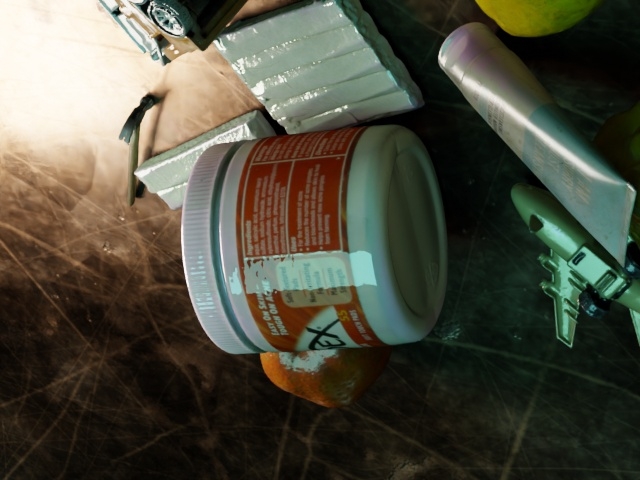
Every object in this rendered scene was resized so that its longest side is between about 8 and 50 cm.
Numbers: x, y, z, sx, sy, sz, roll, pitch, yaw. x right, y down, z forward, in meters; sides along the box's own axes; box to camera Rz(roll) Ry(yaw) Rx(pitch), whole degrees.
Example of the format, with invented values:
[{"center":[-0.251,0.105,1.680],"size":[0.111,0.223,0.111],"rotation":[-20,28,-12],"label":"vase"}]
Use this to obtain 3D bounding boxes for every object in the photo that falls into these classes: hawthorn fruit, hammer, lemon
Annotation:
[{"center":[0.004,0.121,2.266],"size":[0.189,0.189,0.189],"rotation":[17,134,18],"label":"hawthorn fruit"},{"center":[-0.237,-0.102,2.300],"size":[0.017,0.062,0.182],"rotation":[25,143,11],"label":"hammer"},{"center":[0.222,-0.298,1.767],"size":[0.170,0.170,0.207],"rotation":[31,131,4],"label":"lemon"}]

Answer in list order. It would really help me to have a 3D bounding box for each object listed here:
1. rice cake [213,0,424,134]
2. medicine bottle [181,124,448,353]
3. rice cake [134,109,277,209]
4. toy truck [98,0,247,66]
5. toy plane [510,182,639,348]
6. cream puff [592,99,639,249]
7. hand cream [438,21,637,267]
[{"center":[-0.002,-0.196,2.081],"size":[0.198,0.037,0.189],"rotation":[-23,113,42],"label":"rice cake"},{"center":[0.000,0.000,2.076],"size":[0.241,0.252,0.252],"rotation":[-4,126,22],"label":"medicine bottle"},{"center":[-0.132,-0.094,2.247],"size":[0.222,0.042,0.080],"rotation":[-20,120,40],"label":"rice cake"},{"center":[-0.245,-0.348,2.029],"size":[0.338,0.133,0.184],"rotation":[44,152,-14],"label":"toy truck"},{"center":[0.311,0.020,2.052],"size":[0.244,0.092,0.229],"rotation":[36,121,-7],"label":"toy plane"},{"center":[0.412,-0.044,1.857],"size":[0.282,0.185,0.282],"rotation":[50,177,4],"label":"cream puff"},{"center":[0.226,-0.106,1.872],"size":[0.312,0.070,0.111],"rotation":[55,156,39],"label":"hand cream"}]
